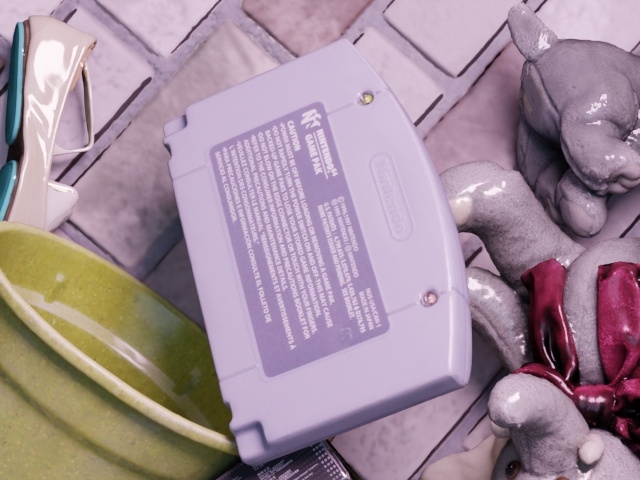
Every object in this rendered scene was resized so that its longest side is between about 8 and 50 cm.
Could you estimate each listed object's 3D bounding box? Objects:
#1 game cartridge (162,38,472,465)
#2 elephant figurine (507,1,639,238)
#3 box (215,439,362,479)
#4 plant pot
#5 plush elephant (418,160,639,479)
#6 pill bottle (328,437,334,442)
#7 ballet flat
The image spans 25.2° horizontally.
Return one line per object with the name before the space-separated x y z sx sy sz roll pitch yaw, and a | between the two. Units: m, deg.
game cartridge | 0.000 0.000 1.060 0.196 0.060 0.294 -24 61 15
elephant figurine | 0.292 -0.100 1.199 0.239 0.186 0.169 -14 44 -12
box | -0.082 0.261 1.121 0.270 0.216 0.060 -36 66 -2
plant pot | -0.217 0.167 1.120 0.276 0.276 0.254 37 98 1
plush elephant | 0.196 0.119 1.075 0.255 0.272 0.330 -55 133 -36
pill bottle | -0.011 0.142 1.206 0.065 0.065 0.116 35 87 1
ballet flat | -0.235 -0.066 1.210 0.086 0.086 0.248 9 86 -1
